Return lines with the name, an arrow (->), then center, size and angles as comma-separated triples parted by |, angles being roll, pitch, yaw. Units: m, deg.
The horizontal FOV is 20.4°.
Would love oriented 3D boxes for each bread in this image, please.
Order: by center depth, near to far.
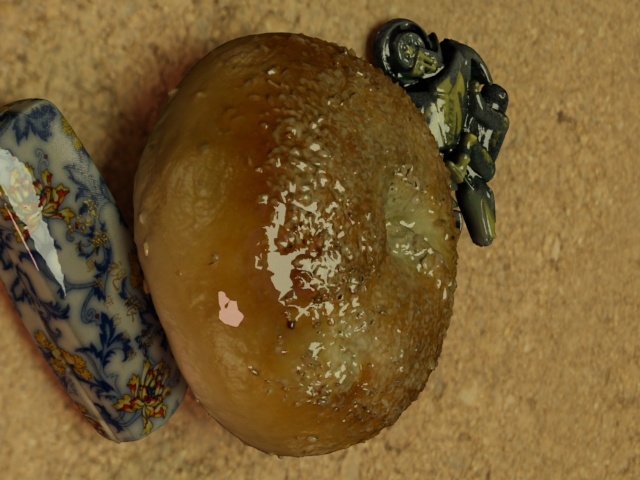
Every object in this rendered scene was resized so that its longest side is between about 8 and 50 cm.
bread -> 0.000, 0.000, 1.255 | 0.305, 0.158, 0.305 | 19, 68, -57

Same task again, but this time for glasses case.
glasses case -> -0.163, 0.024, 1.193 | 0.087, 0.065, 0.248 | -45, 124, -36

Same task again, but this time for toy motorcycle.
toy motorcycle -> 0.104, -0.087, 1.428 | 0.124, 0.061, 0.193 | -14, 96, -33
